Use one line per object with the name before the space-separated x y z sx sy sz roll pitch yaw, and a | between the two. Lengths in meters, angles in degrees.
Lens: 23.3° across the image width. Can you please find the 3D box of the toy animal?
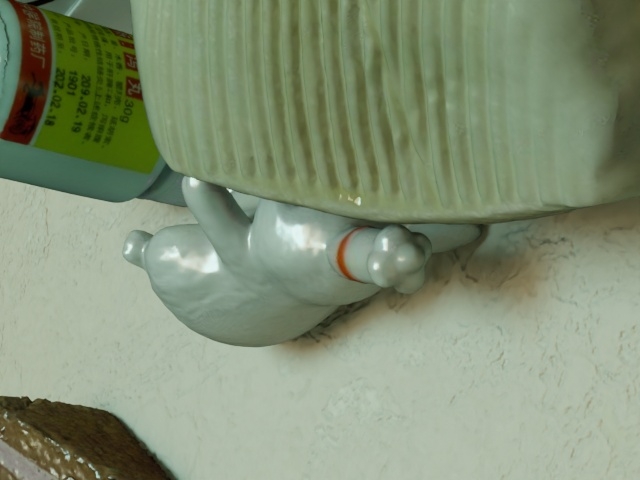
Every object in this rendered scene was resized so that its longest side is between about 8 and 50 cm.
toy animal | -0.010 -0.011 1.069 0.282 0.140 0.138 -27 91 53

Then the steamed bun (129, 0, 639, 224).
steamed bun | 0.073 -0.146 0.921 0.383 0.236 0.247 4 113 44

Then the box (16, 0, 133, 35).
box | -0.278 -0.366 1.374 0.314 0.300 0.312 -40 51 39

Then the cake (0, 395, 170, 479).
cake | -0.169 0.227 1.270 0.295 0.112 0.116 32 111 38

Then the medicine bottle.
medicine bottle | -0.191 -0.106 1.255 0.139 0.225 0.139 -19 66 48
